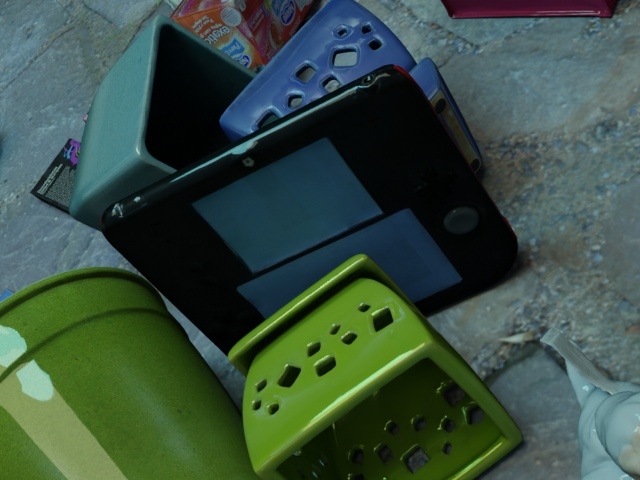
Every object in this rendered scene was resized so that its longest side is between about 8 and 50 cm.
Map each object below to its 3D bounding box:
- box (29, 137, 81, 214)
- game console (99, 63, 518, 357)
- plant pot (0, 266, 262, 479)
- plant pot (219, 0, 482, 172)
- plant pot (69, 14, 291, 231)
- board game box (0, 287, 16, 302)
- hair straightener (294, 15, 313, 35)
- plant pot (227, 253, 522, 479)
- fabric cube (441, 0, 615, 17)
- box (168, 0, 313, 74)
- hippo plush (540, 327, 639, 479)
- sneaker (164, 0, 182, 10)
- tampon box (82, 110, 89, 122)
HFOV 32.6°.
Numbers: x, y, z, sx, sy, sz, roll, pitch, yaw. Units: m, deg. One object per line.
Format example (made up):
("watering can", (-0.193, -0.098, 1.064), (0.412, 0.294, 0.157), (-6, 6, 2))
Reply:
("box", (-0.391, -0.098, 1.784), (0.162, 0.029, 0.116), (23, 74, 40))
("game console", (0.000, 0.000, 1.246), (0.387, 0.342, 0.060), (-25, 46, 17))
("plant pot", (-0.214, 0.278, 1.231), (0.353, 0.366, 0.366), (38, 85, 31))
("plant pot", (0.055, -0.124, 1.368), (0.236, 0.236, 0.212), (-47, 50, -8))
("plant pot", (-0.217, -0.111, 1.546), (0.252, 0.247, 0.247), (-29, 46, 38))
("board game box", (-0.418, 0.176, 1.579), (0.281, 0.027, 0.145), (23, 78, 44))
("hair straightener", (-0.060, -0.308, 1.694), (0.230, 0.047, 0.089), (-30, 49, 13))
("plant pot", (0.046, 0.163, 1.193), (0.227, 0.228, 0.207), (-38, 40, 6))
("fabric cube", (0.270, -0.470, 1.445), (0.254, 0.259, 0.258), (8, 67, 36))
("box", (-0.106, -0.366, 1.663), (0.123, 0.128, 0.256), (-9, 39, 31))
("hippo plush", (0.263, 0.253, 0.974), (0.294, 0.234, 0.236), (34, 93, 24))
("sneaker", (-0.221, -0.421, 1.831), (0.110, 0.118, 0.292), (-43, 48, -1))
("tampon box", (-0.267, -0.212, 1.728), (0.120, 0.101, 0.161), (22, 74, 40))
